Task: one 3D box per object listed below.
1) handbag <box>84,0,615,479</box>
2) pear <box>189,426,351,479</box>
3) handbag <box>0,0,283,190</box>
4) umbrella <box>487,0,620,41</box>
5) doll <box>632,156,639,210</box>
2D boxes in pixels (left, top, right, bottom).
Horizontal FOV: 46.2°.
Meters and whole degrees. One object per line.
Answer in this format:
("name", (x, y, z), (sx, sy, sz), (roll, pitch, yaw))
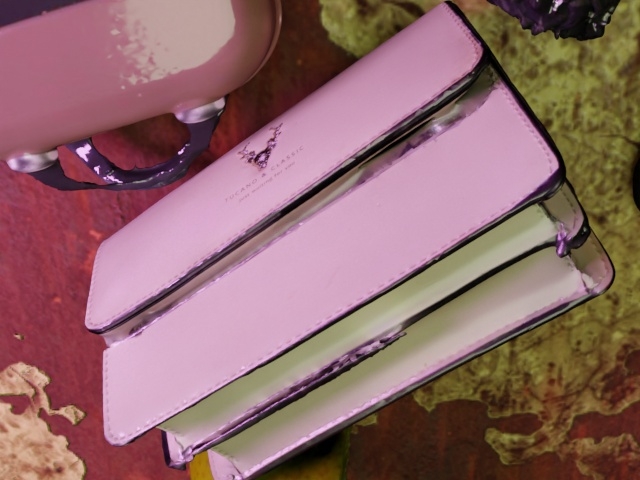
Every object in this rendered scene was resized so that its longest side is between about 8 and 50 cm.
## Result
("handbag", (0.000, 0.000, 0.579), (0.359, 0.236, 0.160), (-32, 135, 15))
("pear", (-0.051, 0.232, 0.691), (0.164, 0.238, 0.255), (8, 118, 5))
("handbag", (-0.170, -0.163, 0.556), (0.302, 0.149, 0.283), (-14, 116, 6))
("umbrella", (0.198, -0.297, 0.471), (0.128, 0.154, 0.336), (37, 126, 30))
("doll", (0.315, -0.081, 0.618), (0.089, 0.102, 0.179), (31, 127, 35))
